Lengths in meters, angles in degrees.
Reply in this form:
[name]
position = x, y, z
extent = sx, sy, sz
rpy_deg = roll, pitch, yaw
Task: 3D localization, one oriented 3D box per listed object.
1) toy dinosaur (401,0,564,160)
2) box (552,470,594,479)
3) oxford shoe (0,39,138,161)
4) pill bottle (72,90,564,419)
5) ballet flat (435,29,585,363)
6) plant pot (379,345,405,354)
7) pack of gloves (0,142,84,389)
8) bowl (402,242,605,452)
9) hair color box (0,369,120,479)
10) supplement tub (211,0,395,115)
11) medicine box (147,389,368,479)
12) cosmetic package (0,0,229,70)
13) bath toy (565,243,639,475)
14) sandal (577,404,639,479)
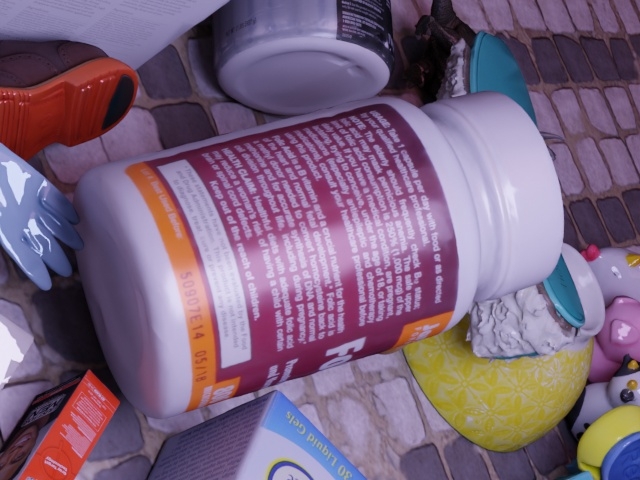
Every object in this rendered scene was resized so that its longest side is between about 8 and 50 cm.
[toy dinosaur]
position = 0.169, -0.207, 2.051
extent = 0.313, 0.121, 0.160
rpy_deg = 61, 23, 7
[box]
position = 0.306, 0.380, 1.803
extent = 0.060, 0.100, 0.244
rpy_deg = -21, 82, -14
[oxford shoe]
position = -0.290, -0.118, 1.439
extent = 0.098, 0.097, 0.271
rpy_deg = 37, 35, 26
[pill bottle]
position = 0.000, 0.000, 1.442
extent = 0.392, 0.224, 0.224
rpy_deg = -15, 78, -21
[ballet flat]
position = 0.173, -0.048, 1.773
extent = 0.147, 0.147, 0.408
rpy_deg = 25, 44, -40
[plant pot]
position = 0.028, -0.015, 1.667
extent = 0.188, 0.205, 0.205
rpy_deg = 28, 45, -17
[pack of gloves]
position = -0.316, -0.001, 1.330
extent = 0.232, 0.046, 0.195
rpy_deg = 43, 65, -26
[bowl]
position = 0.229, 0.081, 1.871
extent = 0.289, 0.156, 0.289
rpy_deg = 29, 46, -36
[hair color box]
position = -0.224, 0.173, 1.316
extent = 0.043, 0.072, 0.141
rpy_deg = 49, 37, -19
[supplement tub]
position = -0.024, -0.310, 1.758
extent = 0.194, 0.194, 0.316
rpy_deg = 19, 60, -44
[medicine box]
position = -0.043, 0.326, 1.374
extent = 0.263, 0.149, 0.289
rpy_deg = 47, 37, -20
[cosmetic package]
position = -0.225, -0.280, 1.435
extent = 0.377, 0.284, 0.097
rpy_deg = 9, 61, -49
[bath toy]
position = 0.365, 0.137, 2.004
extent = 0.129, 0.151, 0.348
rpy_deg = 50, 33, -36
[sandal]
position = 0.378, 0.341, 1.832
extent = 0.138, 0.126, 0.317
rpy_deg = 49, -14, 56
